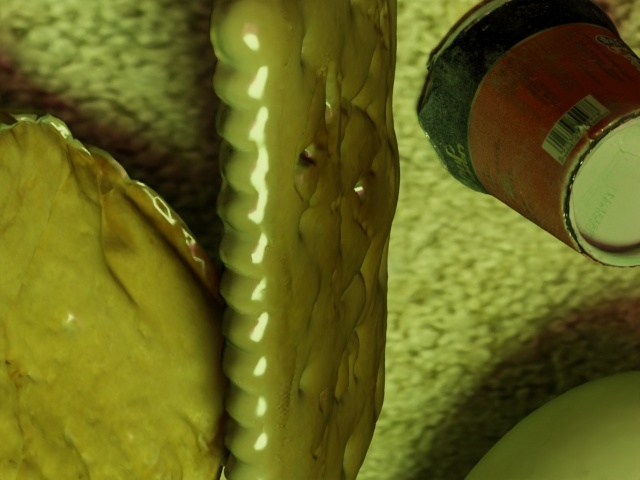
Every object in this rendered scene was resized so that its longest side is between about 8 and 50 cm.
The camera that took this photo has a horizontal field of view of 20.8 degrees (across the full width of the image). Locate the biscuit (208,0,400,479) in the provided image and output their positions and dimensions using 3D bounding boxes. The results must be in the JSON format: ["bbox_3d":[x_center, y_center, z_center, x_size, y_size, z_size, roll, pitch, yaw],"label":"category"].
[{"bbox_3d":[0.000,0.000,0.853,0.044,0.217,0.325,9,117,16],"label":"biscuit"}]

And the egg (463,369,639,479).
[{"bbox_3d":[0.179,0.244,0.989,0.283,0.283,0.345,-4,102,-19],"label":"egg"}]

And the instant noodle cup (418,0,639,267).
[{"bbox_3d":[0.135,-0.054,0.906,0.127,0.135,0.127,-9,118,-17],"label":"instant noodle cup"}]

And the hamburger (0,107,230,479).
[{"bbox_3d":[-0.166,0.083,0.793,0.144,0.283,0.259,-17,119,35],"label":"hamburger"}]
